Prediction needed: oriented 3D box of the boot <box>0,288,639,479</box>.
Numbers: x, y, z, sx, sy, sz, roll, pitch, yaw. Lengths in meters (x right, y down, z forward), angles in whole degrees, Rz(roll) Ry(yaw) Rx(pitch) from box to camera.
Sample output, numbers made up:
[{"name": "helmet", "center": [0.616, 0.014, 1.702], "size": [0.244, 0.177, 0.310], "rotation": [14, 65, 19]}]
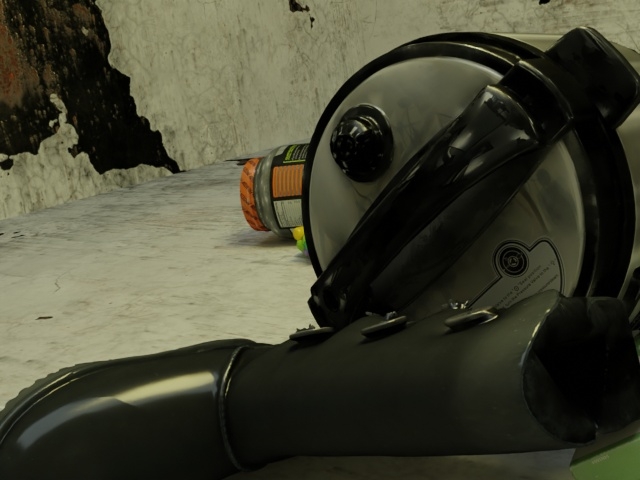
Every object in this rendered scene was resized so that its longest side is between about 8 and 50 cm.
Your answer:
[{"name": "boot", "center": [-0.013, 0.146, 0.725], "size": [0.445, 0.146, 0.367], "rotation": [-7, 10, 38]}]

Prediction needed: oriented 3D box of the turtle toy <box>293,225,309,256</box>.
[{"name": "turtle toy", "center": [0.000, 0.000, 1.662], "size": [0.095, 0.066, 0.130], "rotation": [-16, 14, -30]}]

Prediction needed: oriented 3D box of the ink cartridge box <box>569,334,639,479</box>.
[{"name": "ink cartridge box", "center": [0.311, 0.126, 0.774], "size": [0.171, 0.056, 0.235], "rotation": [-34, -1, 28]}]

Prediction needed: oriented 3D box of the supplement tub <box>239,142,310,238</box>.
[{"name": "supplement tub", "center": [0.012, -0.102, 1.814], "size": [0.316, 0.193, 0.193], "rotation": [-2, 14, 22]}]

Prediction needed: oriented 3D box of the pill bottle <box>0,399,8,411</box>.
[{"name": "pill bottle", "center": [-0.317, 0.215, 0.836], "size": [0.103, 0.103, 0.184], "rotation": [-9, 13, -3]}]

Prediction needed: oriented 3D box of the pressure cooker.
[{"name": "pressure cooker", "center": [0.183, -0.038, 0.981], "size": [0.375, 0.369, 0.420], "rotation": [10, 14, 38]}]
